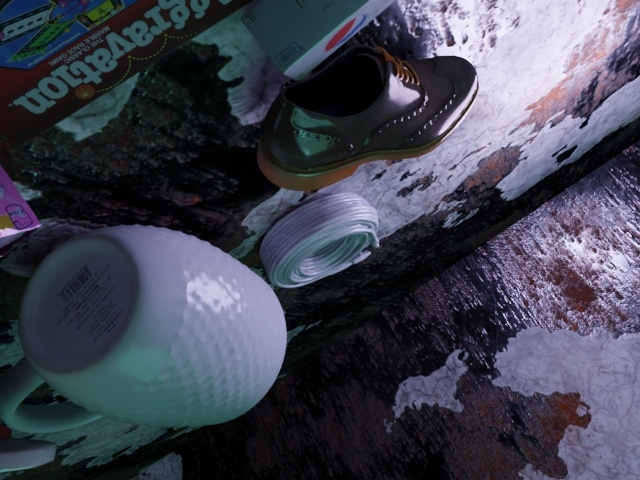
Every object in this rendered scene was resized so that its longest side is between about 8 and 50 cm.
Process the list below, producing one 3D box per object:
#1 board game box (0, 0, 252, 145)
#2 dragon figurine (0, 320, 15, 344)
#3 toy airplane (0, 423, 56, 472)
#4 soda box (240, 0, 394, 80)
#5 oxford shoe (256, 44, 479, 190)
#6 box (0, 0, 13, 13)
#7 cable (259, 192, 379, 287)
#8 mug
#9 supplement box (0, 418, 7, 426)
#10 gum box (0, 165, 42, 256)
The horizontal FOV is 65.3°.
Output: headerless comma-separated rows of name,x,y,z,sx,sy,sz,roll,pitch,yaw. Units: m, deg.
board game box,-0.183,-0.190,0.406,0.281,0.027,0.145,-32,161,2
dragon figurine,-0.532,0.207,0.756,0.289,0.143,0.085,-22,171,39
toy airplane,-0.386,0.212,0.407,0.273,0.386,0.384,-3,-146,27
soda box,0.033,-0.250,0.479,0.216,0.069,0.074,-36,-176,14
oxford shoe,0.090,-0.182,0.640,0.364,0.130,0.132,-31,158,-28
box,-0.192,-0.182,0.091,0.395,0.097,0.318,-17,167,33
cable,0.000,0.000,1.020,0.257,0.089,0.257,-26,158,-11
mug,-0.269,0.149,0.712,0.374,0.276,0.328,-37,155,1
supplement box,-0.656,0.364,0.950,0.056,0.083,0.083,-40,157,19
gum box,-0.327,-0.023,0.375,0.062,0.107,0.188,-31,-175,18
